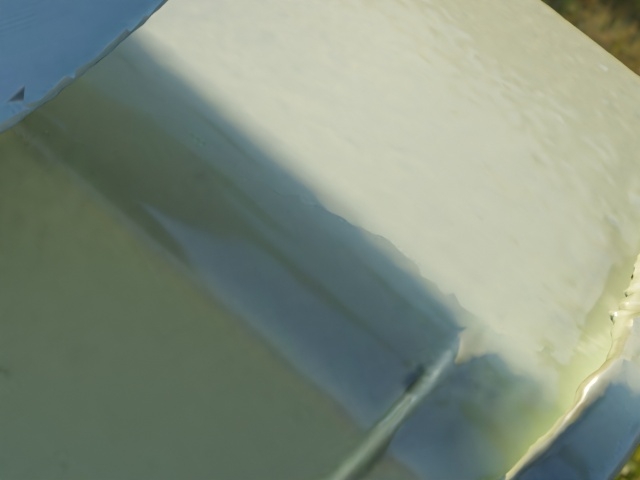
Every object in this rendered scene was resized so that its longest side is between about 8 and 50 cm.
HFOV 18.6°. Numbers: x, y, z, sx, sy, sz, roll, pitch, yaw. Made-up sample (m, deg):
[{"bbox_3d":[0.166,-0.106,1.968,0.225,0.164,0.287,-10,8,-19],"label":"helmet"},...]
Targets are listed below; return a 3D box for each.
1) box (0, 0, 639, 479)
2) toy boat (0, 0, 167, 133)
[{"bbox_3d":[0.000,0.000,0.584,0.182,0.175,0.312,42,27,2],"label":"box"},{"bbox_3d":[-0.113,-0.090,0.305,0.210,0.291,0.070,47,-4,-6],"label":"toy boat"}]
